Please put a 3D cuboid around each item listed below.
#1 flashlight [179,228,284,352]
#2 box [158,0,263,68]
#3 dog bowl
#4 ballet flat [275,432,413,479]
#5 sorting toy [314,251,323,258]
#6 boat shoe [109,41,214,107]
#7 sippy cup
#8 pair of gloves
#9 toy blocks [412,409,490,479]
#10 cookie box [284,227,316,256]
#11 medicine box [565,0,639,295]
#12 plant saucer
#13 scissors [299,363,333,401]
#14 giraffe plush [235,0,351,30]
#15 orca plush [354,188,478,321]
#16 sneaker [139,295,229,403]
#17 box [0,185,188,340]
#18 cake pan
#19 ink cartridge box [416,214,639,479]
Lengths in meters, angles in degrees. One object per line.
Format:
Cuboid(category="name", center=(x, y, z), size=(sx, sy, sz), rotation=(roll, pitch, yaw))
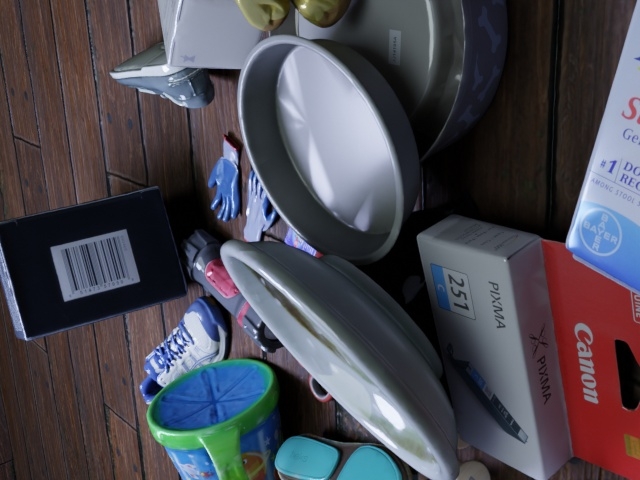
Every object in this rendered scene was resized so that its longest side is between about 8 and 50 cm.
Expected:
Cuboid(category="flashlight", center=(-0.144, 0.074, 1.463), size=(0.304, 0.103, 0.103), rotation=(39, 170, 44))
Cuboid(category="box", center=(-0.164, -0.401, 1.187), size=(0.148, 0.121, 0.311), rotation=(120, 143, -55))
Cuboid(category="dog bowl", center=(0.076, -0.251, 1.025), size=(0.348, 0.102, 0.349), rotation=(26, 124, 46))
Cuboid(category="ballet flat", center=(0.057, 0.368, 1.290), size=(0.348, 0.123, 0.123), rotation=(-4, 100, 58))
Cuboid(category="sorting toy", center=(-0.017, -0.091, 1.224), size=(0.132, 0.046, 0.275), rotation=(-47, 59, 30))
Cuboid(category="boat shoe", center=(-0.275, -0.280, 1.484), size=(0.319, 0.116, 0.099), rotation=(17, 141, 58))
Cuboid(category="sippy cup", center=(-0.161, 0.362, 1.504), size=(0.240, 0.305, 0.224), rotation=(-4, 114, 26))
Cuboid(category="pair of gloves", center=(-0.133, -0.077, 1.448), size=(0.198, 0.023, 0.159), rotation=(44, 135, 36))
Cuboid(category="toy blocks", center=(0.161, 0.290, 1.164), size=(0.148, 0.054, 0.123), rotation=(-29, 74, 64))
Cuboid(category="cookie box", center=(0.000, 0.000, 1.279), size=(0.107, 0.040, 0.092), rotation=(50, 137, 31))
Cuboid(category="medicine box", center=(0.368, -0.072, 0.658), size=(0.263, 0.149, 0.289), rotation=(36, 131, 41))
Cuboid(category="plant saucer", center=(0.044, 0.126, 1.062), size=(0.400, 0.100, 0.400), rotation=(44, 168, 12))
Cuboid(category="scissors", center=(0.054, 0.195, 1.300), size=(0.297, 0.021, 0.109), rotation=(-15, 91, 55))
Cuboid(category="giraffe plush", center=(-0.057, -0.357, 0.958), size=(0.181, 0.210, 0.171), rotation=(116, 156, -48))
Cuboid(category="orca plush", center=(0.093, 0.042, 1.116), size=(0.287, 0.102, 0.151), rotation=(-22, 85, 54))
Cuboid(category="sneaker", center=(-0.272, 0.230, 1.666), size=(0.112, 0.130, 0.297), rotation=(52, 138, 30))
Cuboid(category="box", center=(-0.458, 0.053, 1.647), size=(0.395, 0.293, 0.212), rotation=(-16, 89, 67))
Cuboid(category="cake pan", center=(0.009, -0.111, 1.026), size=(0.293, 0.054, 0.293), rotation=(35, 140, 35))
Cuboid(category="ink cartridge box", center=(0.241, 0.134, 0.933), size=(0.261, 0.066, 0.296), rotation=(17, 129, 51))
